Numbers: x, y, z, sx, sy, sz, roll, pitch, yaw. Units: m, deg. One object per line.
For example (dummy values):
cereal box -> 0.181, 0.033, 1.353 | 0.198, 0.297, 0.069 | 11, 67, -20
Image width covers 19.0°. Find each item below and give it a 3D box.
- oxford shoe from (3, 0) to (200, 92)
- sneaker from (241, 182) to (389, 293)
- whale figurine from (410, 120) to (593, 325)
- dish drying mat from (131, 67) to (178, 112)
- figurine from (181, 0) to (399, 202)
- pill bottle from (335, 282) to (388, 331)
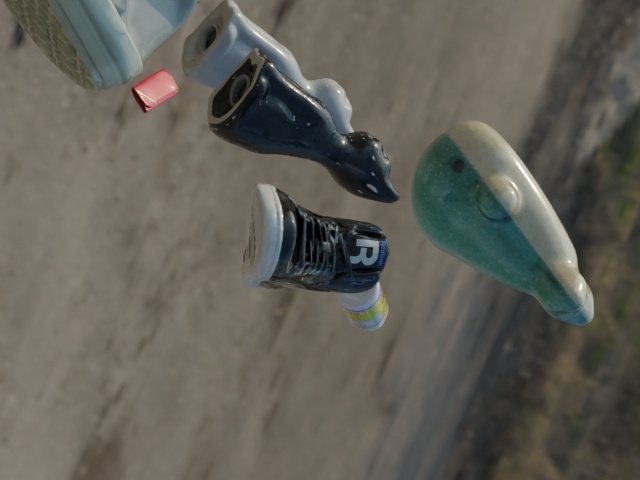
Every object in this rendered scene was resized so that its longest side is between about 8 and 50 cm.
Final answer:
oxford shoe -> -0.178, -0.279, 1.024 | 0.130, 0.169, 0.449 | -38, 130, -13
sneaker -> 0.000, 0.000, 1.569 | 0.217, 0.121, 0.079 | 131, -38, -83
whale figurine -> 0.205, -0.005, 2.196 | 0.141, 0.272, 0.216 | -34, 160, 4
dish drying mat -> -0.177, -0.162, 2.052 | 0.008, 0.032, 0.083 | -30, -173, 28
figurine -> -0.025, -0.133, 1.942 | 0.092, 0.209, 0.215 | -51, -149, 14
pill bottle -> 0.042, 0.060, 1.851 | 0.043, 0.043, 0.083 | -63, 161, -16
